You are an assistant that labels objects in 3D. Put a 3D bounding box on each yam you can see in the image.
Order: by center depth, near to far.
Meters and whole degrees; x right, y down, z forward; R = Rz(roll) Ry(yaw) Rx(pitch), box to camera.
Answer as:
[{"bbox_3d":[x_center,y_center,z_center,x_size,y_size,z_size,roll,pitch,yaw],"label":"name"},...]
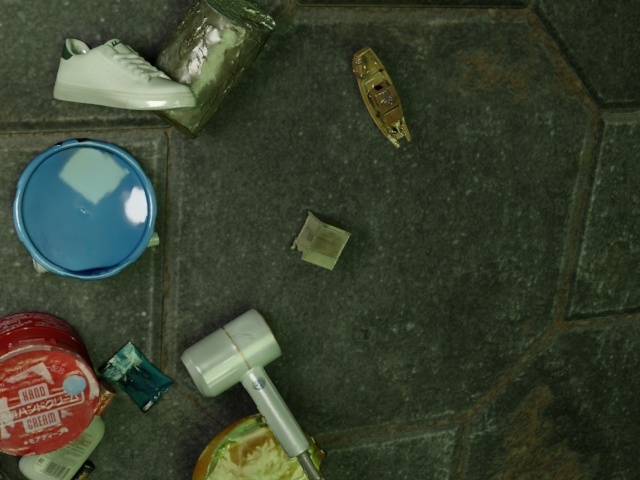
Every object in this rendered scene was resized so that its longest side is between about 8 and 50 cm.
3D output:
[{"bbox_3d":[-0.193,-0.296,1.791,0.154,0.154,0.254,33,98,-33],"label":"yam"}]

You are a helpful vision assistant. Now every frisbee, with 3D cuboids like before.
[{"bbox_3d":[-0.399,-0.052,1.843,0.242,0.045,0.242,0,89,-20],"label":"frisbee"}]

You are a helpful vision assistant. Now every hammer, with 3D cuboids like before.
[{"bbox_3d":[-0.505,0.502,2.081,0.201,0.021,0.078,-46,123,1],"label":"hammer"}]

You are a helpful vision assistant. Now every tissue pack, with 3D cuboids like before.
[{"bbox_3d":[-0.345,0.261,2.046,0.085,0.028,0.138,-43,126,-2],"label":"tissue pack"}]

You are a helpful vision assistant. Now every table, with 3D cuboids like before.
[{"bbox_3d":[0.000,0.000,2.066,0.079,0.062,0.083,20,103,-31],"label":"table"}]

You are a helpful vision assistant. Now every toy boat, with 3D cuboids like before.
[{"bbox_3d":[0.115,-0.263,1.997,0.064,0.072,0.206,-33,121,-7],"label":"toy boat"}]

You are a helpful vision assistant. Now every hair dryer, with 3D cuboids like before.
[{"bbox_3d":[-0.101,0.318,2.036,0.173,0.107,0.357,-32,80,-9],"label":"hair dryer"}]

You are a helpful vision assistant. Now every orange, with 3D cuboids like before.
[{"bbox_3d":[-0.131,0.491,2.151,0.262,0.196,0.334,-34,128,-25],"label":"orange"}]

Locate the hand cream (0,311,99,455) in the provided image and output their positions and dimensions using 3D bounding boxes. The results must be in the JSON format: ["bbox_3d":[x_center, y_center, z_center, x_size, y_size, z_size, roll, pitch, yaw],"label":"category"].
[{"bbox_3d":[-0.506,0.246,1.892,0.230,0.149,0.230,-10,118,-20],"label":"hand cream"}]

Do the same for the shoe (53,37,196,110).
[{"bbox_3d":[-0.312,-0.263,1.709,0.095,0.265,0.110,-8,103,-63],"label":"shoe"}]

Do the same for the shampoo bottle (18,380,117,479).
[{"bbox_3d":[-0.460,0.359,2.020,0.108,0.051,0.221,35,94,-32],"label":"shampoo bottle"}]

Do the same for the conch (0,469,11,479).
[{"bbox_3d":[-0.668,0.472,1.884,0.303,0.215,0.319,-18,150,-11],"label":"conch"}]

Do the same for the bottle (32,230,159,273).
[{"bbox_3d":[-0.390,0.014,1.892,0.217,0.060,0.060,-9,116,-20],"label":"bottle"}]
